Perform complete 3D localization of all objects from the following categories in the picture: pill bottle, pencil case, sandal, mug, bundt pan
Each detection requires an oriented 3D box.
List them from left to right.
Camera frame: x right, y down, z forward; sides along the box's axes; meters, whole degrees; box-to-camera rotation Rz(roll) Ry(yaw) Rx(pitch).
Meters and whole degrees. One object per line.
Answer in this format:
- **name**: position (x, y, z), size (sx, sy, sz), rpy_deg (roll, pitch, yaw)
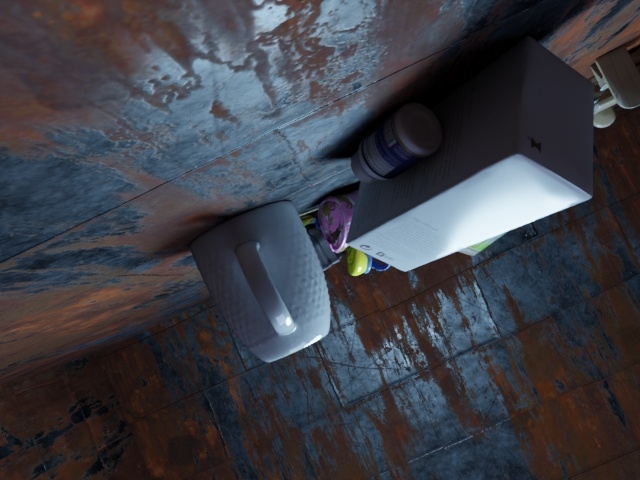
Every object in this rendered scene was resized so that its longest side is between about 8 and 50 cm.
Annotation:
- **mug**: position (-0.122, 0.105, 1.242), size (0.276, 0.328, 0.374), rpy_deg (-25, 176, -4)
- **bundt pan**: position (-0.093, 0.039, 1.698), size (0.331, 0.124, 0.331), rpy_deg (-22, -170, 4)
- **sandal**: position (0.158, -0.013, 1.712), size (0.138, 0.317, 0.126), rpy_deg (10, 142, -12)
- **pencil case**: position (0.177, -0.075, 1.579), size (0.386, 0.160, 0.167), rpy_deg (-13, 173, -32)
- **pill bottle**: position (0.126, -0.162, 0.942), size (0.094, 0.094, 0.169), rpy_deg (-22, 175, -33)

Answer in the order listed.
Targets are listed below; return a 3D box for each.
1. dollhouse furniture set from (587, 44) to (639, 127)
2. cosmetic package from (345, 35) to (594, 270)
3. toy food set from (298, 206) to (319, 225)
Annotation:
- **dollhouse furniture set**: position (0.917, -0.403, 1.371), size (0.394, 0.256, 0.362), rpy_deg (-26, 175, 17)
- **cosmetic package**: position (0.246, -0.122, 0.971), size (0.161, 0.230, 0.453), rpy_deg (25, 153, -20)
- **toy food set**: position (-0.082, -0.041, 1.643), size (0.132, 0.038, 0.192), rpy_deg (-22, 175, -30)
